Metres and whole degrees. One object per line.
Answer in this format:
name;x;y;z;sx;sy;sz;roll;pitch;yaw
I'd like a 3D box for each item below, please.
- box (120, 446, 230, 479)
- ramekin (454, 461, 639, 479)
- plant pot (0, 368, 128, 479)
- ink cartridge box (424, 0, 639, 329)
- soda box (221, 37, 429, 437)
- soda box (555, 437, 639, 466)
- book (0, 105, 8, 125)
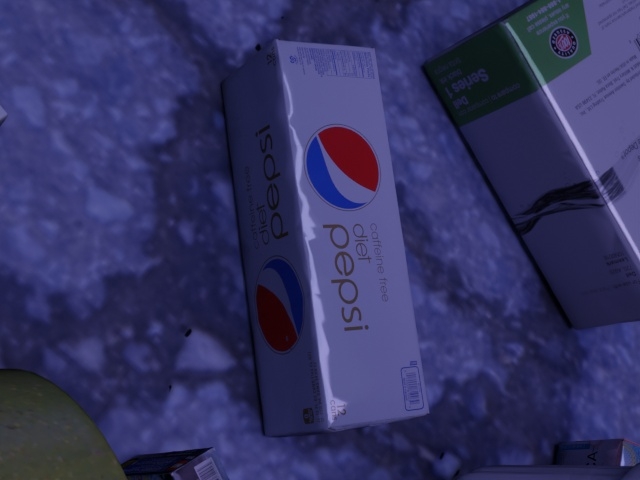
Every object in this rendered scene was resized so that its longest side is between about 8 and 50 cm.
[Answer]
box;-0.053;0.169;0.518;0.027;0.094;0.137;-27;92;-34
ramekin;0.114;0.239;0.536;0.273;0.127;0.273;-7;99;-57
plant pot;-0.202;0.150;0.352;0.254;0.276;0.276;-5;81;-44
ink cartridge box;0.198;-0.070;0.733;0.160;0.092;0.219;-33;97;-33
soda box;0.000;0.000;0.605;0.069;0.074;0.216;-1;78;-32
soda box;0.243;0.187;0.717;0.183;0.063;0.058;24;66;-26
book;-0.235;-0.055;0.499;0.096;0.035;0.144;51;58;-8
